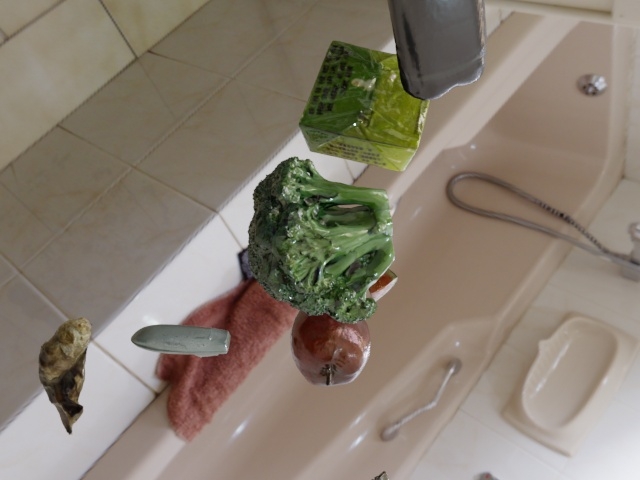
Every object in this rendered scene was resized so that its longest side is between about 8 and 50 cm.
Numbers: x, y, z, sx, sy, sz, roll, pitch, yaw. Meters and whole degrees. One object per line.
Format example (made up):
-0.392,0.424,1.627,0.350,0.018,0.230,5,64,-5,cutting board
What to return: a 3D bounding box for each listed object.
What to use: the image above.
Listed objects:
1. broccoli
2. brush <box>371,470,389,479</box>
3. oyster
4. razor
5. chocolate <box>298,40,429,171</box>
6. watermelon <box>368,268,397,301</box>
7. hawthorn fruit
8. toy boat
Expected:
0.000,0.000,0.980,0.265,0.245,0.294,-84,163,-63,broccoli
0.147,0.582,1.159,0.043,0.036,0.248,-19,91,-58,brush
-0.624,0.336,1.437,0.094,0.166,0.294,0,86,-57,oyster
0.229,-0.461,1.178,0.204,0.113,0.349,-28,129,-8,razor
0.124,-0.334,1.477,0.137,0.289,0.300,87,18,-61,chocolate
0.178,0.149,1.865,0.094,0.125,0.135,-55,152,-52,watermelon
0.027,0.260,1.448,0.215,0.249,0.215,-1,120,-2,hawthorn fruit
-0.369,0.266,1.548,0.078,0.261,0.085,-86,179,-45,toy boat
